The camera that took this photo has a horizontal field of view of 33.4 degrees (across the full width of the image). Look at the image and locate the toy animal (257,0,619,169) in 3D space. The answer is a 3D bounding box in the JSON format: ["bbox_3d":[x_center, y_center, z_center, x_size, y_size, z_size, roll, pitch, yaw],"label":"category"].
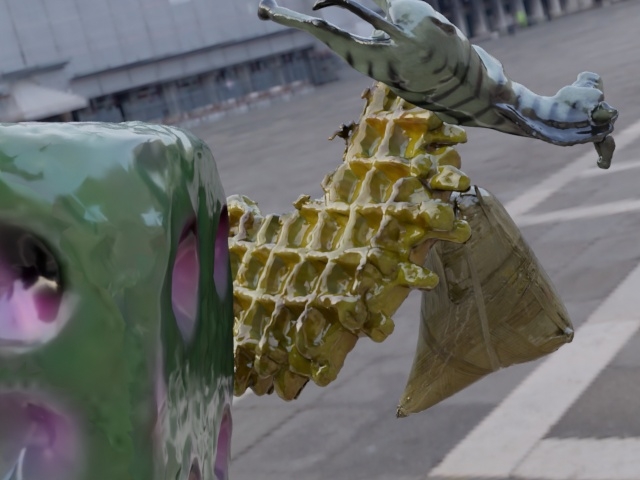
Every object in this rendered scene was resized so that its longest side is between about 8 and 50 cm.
[{"bbox_3d":[0.085,-0.113,0.691,0.216,0.074,0.176,12,19,-47],"label":"toy animal"}]

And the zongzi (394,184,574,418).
[{"bbox_3d":[0.117,0.060,1.014,0.197,0.195,0.099,-30,11,11],"label":"zongzi"}]

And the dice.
[{"bbox_3d":[-0.226,0.085,0.661,0.318,0.323,0.330,0,7,2],"label":"dice"}]

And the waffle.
[{"bbox_3d":[0.000,0.000,0.887,0.293,0.069,0.260,-39,37,29],"label":"waffle"}]
